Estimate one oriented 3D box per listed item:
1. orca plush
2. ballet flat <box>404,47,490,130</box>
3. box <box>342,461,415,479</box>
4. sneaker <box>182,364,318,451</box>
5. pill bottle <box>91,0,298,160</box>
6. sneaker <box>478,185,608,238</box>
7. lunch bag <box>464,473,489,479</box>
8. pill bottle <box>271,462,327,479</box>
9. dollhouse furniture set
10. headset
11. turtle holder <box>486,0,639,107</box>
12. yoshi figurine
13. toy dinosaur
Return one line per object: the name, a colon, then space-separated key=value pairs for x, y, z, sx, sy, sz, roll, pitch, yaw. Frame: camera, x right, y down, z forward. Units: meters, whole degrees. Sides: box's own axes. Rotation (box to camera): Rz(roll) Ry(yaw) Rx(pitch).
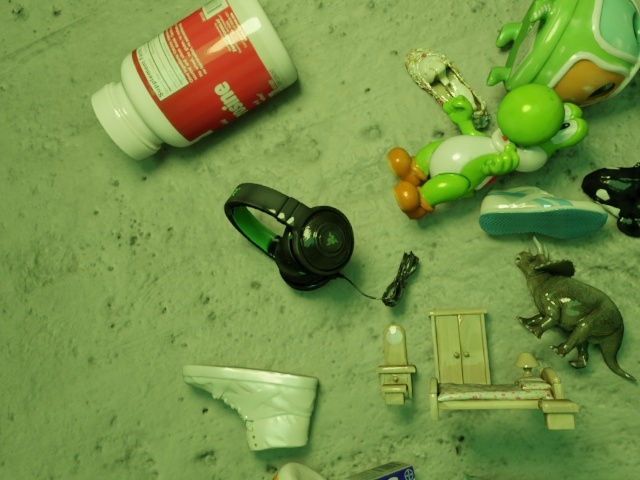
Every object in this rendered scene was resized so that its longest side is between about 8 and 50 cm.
orca plush: x=0.647 y=-0.067 z=0.986 sx=0.287 sy=0.102 sz=0.151 roll=38 pitch=91 yaw=14
ballet flat: x=0.270 y=-0.333 z=1.114 sx=0.091 sy=0.077 sz=0.241 roll=-42 pitch=76 yaw=4
box: x=0.121 y=0.506 z=0.996 sx=0.126 sy=0.072 sz=0.137 roll=-4 pitch=79 yaw=-31
sneaker: x=-0.159 y=0.347 z=1.090 sx=0.293 sy=0.108 sz=0.169 roll=6 pitch=80 yaw=11
pill bottle: x=-0.273 y=-0.349 z=1.149 sx=0.408 sy=0.229 sz=0.228 roll=-30 pitch=77 yaw=7
sneaker: x=0.430 y=-0.062 z=1.026 sx=0.229 sy=0.087 sz=0.092 roll=5 pitch=49 yaw=19
lunch bag: x=0.345 y=0.520 z=0.883 sx=0.224 sy=0.262 sz=0.160 roll=10 pitch=84 yaw=12
pill bottle: x=-0.086 y=0.587 z=1.013 sx=0.162 sy=0.162 sz=0.278 roll=36 pitch=90 yaw=14
dollhouse furniture set: x=0.229 y=0.201 z=0.904 sx=0.304 sy=0.355 sz=0.173 roll=-5 pitch=81 yaw=12
headset: x=0.000 y=0.000 z=1.060 sx=0.394 sy=0.243 sz=0.185 roll=33 pitch=70 yaw=-1
turtle holder: x=0.481 y=-0.394 z=1.023 sx=0.228 sy=0.320 sz=0.243 roll=22 pitch=130 yaw=0
yoshi figurine: x=0.299 y=-0.183 z=0.988 sx=0.363 sy=0.203 sz=0.203 roll=-21 pitch=96 yaw=21
toy dinosaur: x=0.480 y=0.140 z=0.984 sx=0.314 sy=0.121 sz=0.160 roll=41 pitch=98 yaw=17
